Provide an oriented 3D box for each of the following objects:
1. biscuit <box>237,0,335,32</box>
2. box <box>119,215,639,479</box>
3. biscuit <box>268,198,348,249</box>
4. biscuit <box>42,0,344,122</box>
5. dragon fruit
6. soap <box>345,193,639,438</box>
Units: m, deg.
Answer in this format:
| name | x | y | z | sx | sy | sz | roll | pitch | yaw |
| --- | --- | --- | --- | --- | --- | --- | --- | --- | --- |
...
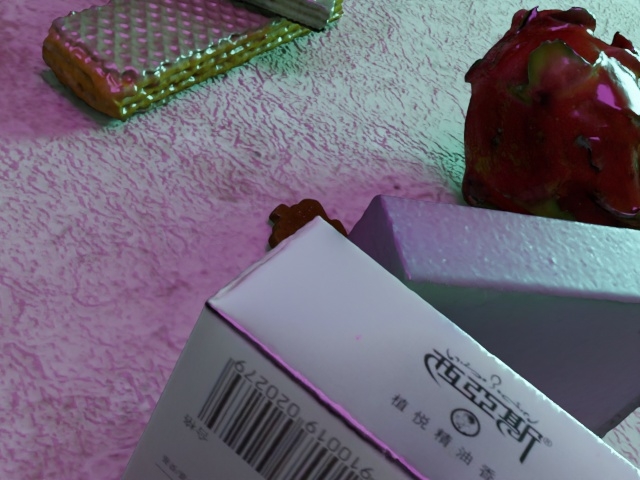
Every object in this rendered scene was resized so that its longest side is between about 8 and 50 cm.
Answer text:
| name | x | y | z | sx | sy | sz | roll | pitch | yaw |
| --- | --- | --- | --- | --- | --- | --- | --- | --- | --- |
| biscuit | -0.034 | -0.287 | 0.943 | 0.121 | 0.041 | 0.199 | 19 | 41 | -9 |
| box | 0.034 | 0.146 | 0.495 | 0.260 | 0.194 | 0.111 | 38 | 40 | 8 |
| biscuit | 0.000 | 0.000 | 0.767 | 0.092 | 0.016 | 0.082 | 31 | 35 | 1 |
| biscuit | -0.097 | -0.206 | 0.895 | 0.094 | 0.054 | 0.378 | 40 | 41 | 12 |
| dragon fruit | 0.252 | -0.090 | 0.874 | 0.269 | 0.198 | 0.200 | 28 | 83 | 1 |
| soap | 0.117 | 0.066 | 0.642 | 0.259 | 0.181 | 0.081 | 6 | 45 | -24 |
